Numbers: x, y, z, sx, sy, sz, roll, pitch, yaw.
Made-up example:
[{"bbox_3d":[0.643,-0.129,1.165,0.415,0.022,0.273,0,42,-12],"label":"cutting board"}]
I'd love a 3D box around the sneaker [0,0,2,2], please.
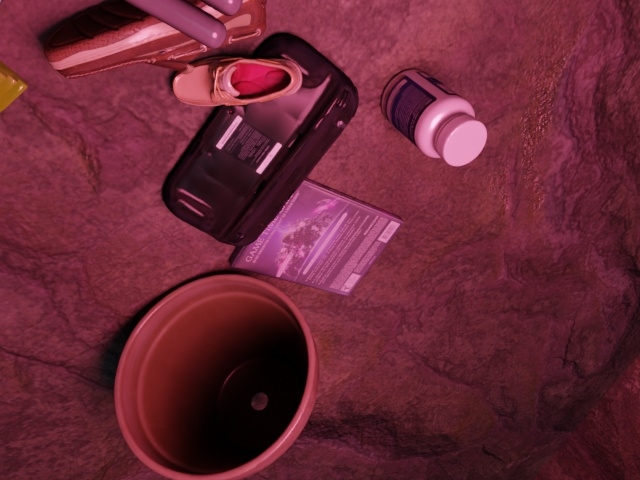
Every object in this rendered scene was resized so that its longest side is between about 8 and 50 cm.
[{"bbox_3d":[-0.339,-0.257,0.484,0.038,0.098,0.069,-29,131,18],"label":"sneaker"}]

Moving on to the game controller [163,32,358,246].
[{"bbox_3d":[-0.089,-0.133,0.738,0.166,0.067,0.319,34,107,-21],"label":"game controller"}]

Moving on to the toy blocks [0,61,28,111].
[{"bbox_3d":[-0.432,-0.182,0.382,0.191,0.261,0.381,-38,133,6],"label":"toy blocks"}]

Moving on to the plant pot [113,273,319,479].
[{"bbox_3d":[-0.145,0.262,0.892,0.323,0.323,0.280,-27,150,-5],"label":"plant pot"}]

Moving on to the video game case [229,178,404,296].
[{"bbox_3d":[0.000,0.000,0.913,0.274,0.026,0.196,19,116,-36],"label":"video game case"}]

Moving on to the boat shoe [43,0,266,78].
[{"bbox_3d":[-0.177,-0.233,0.587,0.257,0.095,0.095,-24,139,-8],"label":"boat shoe"}]

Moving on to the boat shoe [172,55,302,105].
[{"bbox_3d":[-0.109,-0.203,0.635,0.170,0.059,0.063,-6,108,4],"label":"boat shoe"}]

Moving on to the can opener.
[{"bbox_3d":[-0.210,-0.284,0.482,0.280,0.093,0.074,25,105,-16],"label":"can opener"}]

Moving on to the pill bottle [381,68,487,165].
[{"bbox_3d":[0.167,-0.181,0.747,0.094,0.169,0.094,-14,131,-16],"label":"pill bottle"}]
